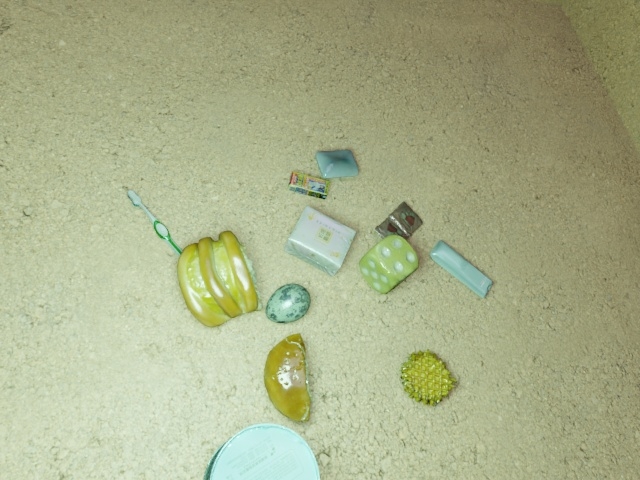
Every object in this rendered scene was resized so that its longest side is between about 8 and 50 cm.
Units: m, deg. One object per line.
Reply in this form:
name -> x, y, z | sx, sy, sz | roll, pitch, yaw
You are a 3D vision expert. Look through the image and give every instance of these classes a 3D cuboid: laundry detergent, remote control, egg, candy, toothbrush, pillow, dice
laundry detergent -> -0.179, 0.676, 1.318 | 0.287, 0.305, 0.287 | 8, 62, -14
remote control -> 0.605, 0.117, 2.018 | 0.293, 0.051, 0.103 | 40, 58, 4
egg -> -0.116, 0.227, 1.679 | 0.172, 0.132, 0.132 | -30, 75, -17
candy -> 0.073, -0.337, 2.071 | 0.174, 0.071, 0.138 | -8, 67, -21
toothbrush -> -0.570, -0.027, 1.719 | 0.418, 0.040, 0.042 | 47, 56, 9
pillow -> 0.337, -0.061, 2.027 | 0.135, 0.049, 0.248 | 43, 55, 6
dice -> 0.267, 0.094, 1.850 | 0.166, 0.169, 0.169 | -32, 76, -28

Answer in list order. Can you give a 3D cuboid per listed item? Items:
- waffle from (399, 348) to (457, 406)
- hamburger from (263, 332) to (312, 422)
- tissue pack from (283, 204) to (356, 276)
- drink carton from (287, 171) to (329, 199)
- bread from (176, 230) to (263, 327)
waffle -> 0.384, 0.501, 1.734 | 0.197, 0.070, 0.193 | 44, 59, 11
hamburger -> -0.109, 0.454, 1.554 | 0.157, 0.144, 0.283 | -1, 66, -18
tissue pack -> 0.000, 0.000, 1.840 | 0.225, 0.124, 0.185 | 28, 60, -2
drink carton -> -0.050, -0.229, 1.986 | 0.166, 0.056, 0.071 | 15, 68, -10
bread -> -0.345, 0.121, 1.606 | 0.270, 0.211, 0.315 | -12, 72, -23
